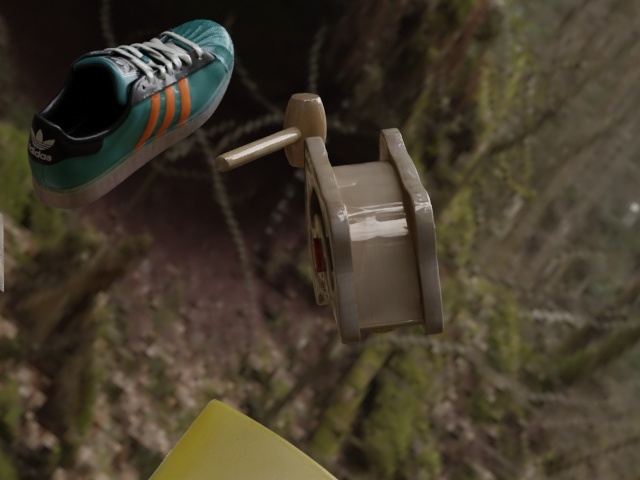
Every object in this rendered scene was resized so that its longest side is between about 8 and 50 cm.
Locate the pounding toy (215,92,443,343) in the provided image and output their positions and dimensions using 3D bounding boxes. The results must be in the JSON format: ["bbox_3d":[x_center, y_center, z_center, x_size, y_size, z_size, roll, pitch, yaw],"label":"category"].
[{"bbox_3d":[0.000,0.000,1.362,0.269,0.155,0.154,-107,-168,-62],"label":"pounding toy"}]

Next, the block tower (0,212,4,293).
[{"bbox_3d":[-0.399,-0.042,1.555,0.335,0.097,0.091,55,29,-62],"label":"block tower"}]

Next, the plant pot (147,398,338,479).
[{"bbox_3d":[-0.065,0.317,1.630,0.187,0.212,0.212,17,-47,22],"label":"plant pot"}]

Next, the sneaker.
[{"bbox_3d":[-0.198,-0.163,1.842,0.108,0.302,0.121,29,-35,21],"label":"sneaker"}]
